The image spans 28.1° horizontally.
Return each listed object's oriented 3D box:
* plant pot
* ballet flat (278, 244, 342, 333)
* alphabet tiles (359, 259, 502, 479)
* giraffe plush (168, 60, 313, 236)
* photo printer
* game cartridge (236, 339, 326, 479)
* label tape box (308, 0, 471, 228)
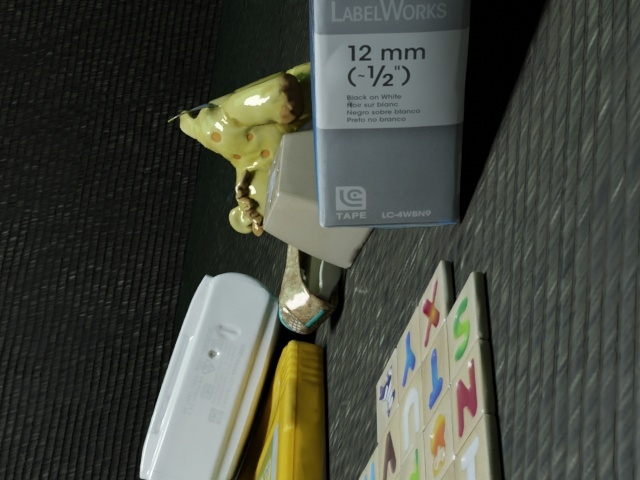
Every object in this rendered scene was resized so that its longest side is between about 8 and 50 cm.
[{"bbox_3d":[-0.001,-0.049,1.263,0.109,0.096,0.109,120,158,-59],"label":"plant pot"},{"bbox_3d":[0.000,0.000,1.343,0.067,0.073,0.206,-29,49,41],"label":"ballet flat"},{"bbox_3d":[0.068,0.196,0.892,0.285,0.011,0.343,112,164,-47],"label":"alphabet tiles"},{"bbox_3d":[-0.055,-0.100,1.493,0.181,0.210,0.171,3,116,68],"label":"giraffe plush"},{"bbox_3d":[-0.120,0.176,1.509,0.307,0.107,0.256,100,-173,-82],"label":"photo printer"},{"bbox_3d":[-0.051,0.302,1.318,0.324,0.052,0.285,-92,16,-47],"label":"game cartridge"},{"bbox_3d":[0.045,-0.219,0.924,0.249,0.115,0.348,-92,2,-51],"label":"label tape box"}]
